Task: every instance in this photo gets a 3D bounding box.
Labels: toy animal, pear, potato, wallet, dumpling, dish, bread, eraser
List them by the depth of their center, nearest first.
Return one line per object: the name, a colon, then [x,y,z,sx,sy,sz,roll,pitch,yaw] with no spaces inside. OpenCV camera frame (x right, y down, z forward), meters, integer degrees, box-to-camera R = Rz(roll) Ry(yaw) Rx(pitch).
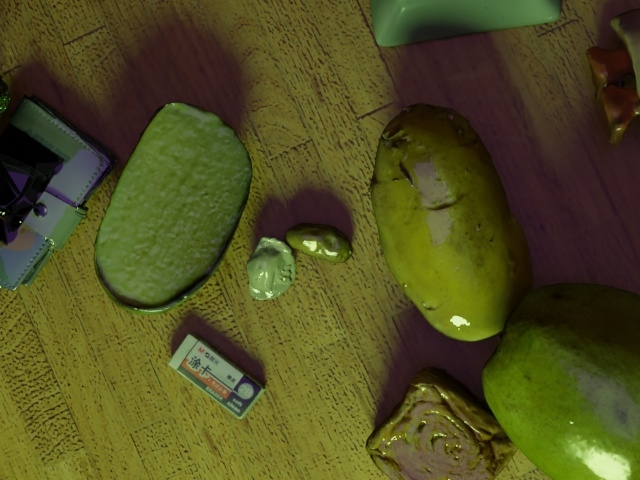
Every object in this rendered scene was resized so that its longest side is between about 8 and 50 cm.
pear: [0.341,0.186,1.750,0.307,0.253,0.253,27,92,0]
toy animal: [0.471,-0.227,1.793,0.281,0.169,0.195,-9,53,3]
bread: [0.146,0.250,1.826,0.158,0.143,0.149,36,92,1]
potato: [0.155,-0.023,1.830,0.173,0.140,0.300,-21,93,-2]
dish: [0.175,-0.352,1.865,0.243,0.080,0.181,-8,88,6]
potato: [-0.185,-0.028,1.879,0.160,0.111,0.271,21,77,-2]
potato: [0.000,0.000,1.892,0.092,0.045,0.046,18,92,3]
dumpling: [-0.063,0.038,1.893,0.057,0.052,0.076,12,80,17]
eraser: [-0.133,0.174,1.910,0.122,0.029,0.052,36,92,6]
wallet: [-0.386,-0.060,1.922,0.170,0.069,0.231,39,92,10]

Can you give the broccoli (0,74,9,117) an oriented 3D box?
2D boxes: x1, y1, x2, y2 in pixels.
broccoli: [-0.465,-0.170,1.893,0.162,0.138,0.145,11,67,34]
